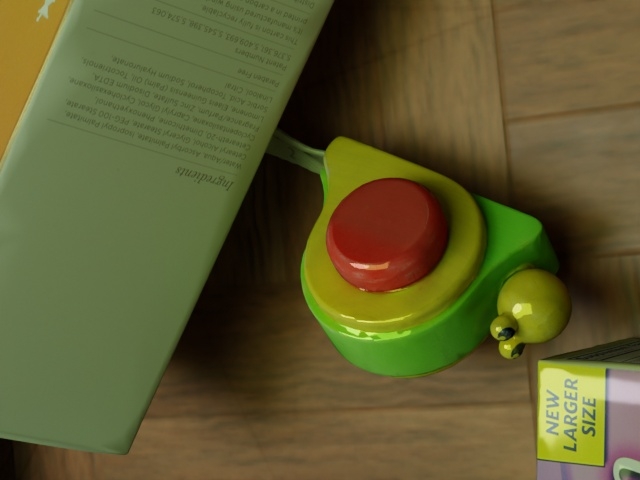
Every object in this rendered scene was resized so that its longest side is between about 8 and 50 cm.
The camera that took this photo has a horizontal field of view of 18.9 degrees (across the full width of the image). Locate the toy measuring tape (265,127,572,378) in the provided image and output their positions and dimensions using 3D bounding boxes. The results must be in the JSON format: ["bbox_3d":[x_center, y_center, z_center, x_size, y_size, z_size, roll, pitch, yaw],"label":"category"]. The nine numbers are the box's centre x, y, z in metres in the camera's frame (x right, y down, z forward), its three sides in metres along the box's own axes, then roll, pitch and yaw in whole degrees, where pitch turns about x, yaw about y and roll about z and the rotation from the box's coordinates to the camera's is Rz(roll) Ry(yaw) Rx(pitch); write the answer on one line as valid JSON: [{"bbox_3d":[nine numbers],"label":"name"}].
[{"bbox_3d":[0.000,0.000,1.141,0.330,0.121,0.121,23,106,34],"label":"toy measuring tape"}]

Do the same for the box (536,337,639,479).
[{"bbox_3d":[0.242,0.168,0.994,0.243,0.117,0.213,4,95,33],"label":"box"}]

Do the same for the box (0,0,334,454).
[{"bbox_3d":[-0.161,-0.079,1.153,0.215,0.168,0.345,36,106,47],"label":"box"}]
